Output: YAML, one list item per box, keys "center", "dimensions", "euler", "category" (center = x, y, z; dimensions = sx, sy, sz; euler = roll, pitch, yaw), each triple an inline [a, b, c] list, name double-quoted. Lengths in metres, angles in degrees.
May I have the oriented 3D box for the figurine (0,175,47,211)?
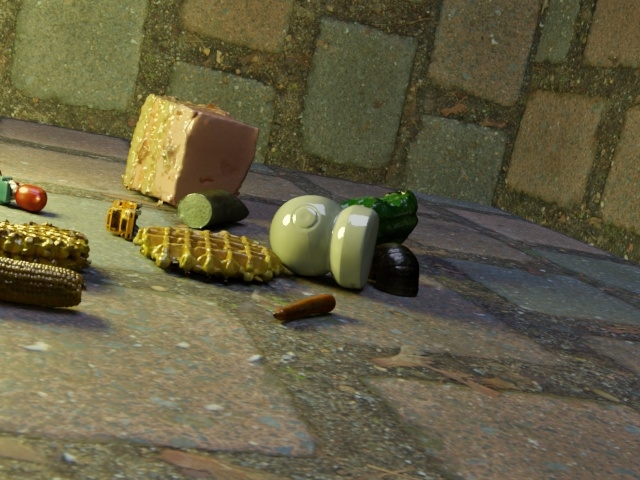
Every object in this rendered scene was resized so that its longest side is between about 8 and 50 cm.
- center: [-0.691, -0.107, 1.888]
  dimensions: [0.140, 0.068, 0.075]
  euler: [14, 8, 19]
  category: "figurine"

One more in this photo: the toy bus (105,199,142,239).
- center: [-0.448, -0.051, 1.870]
  dimensions: [0.074, 0.069, 0.162]
  euler: [10, 9, -12]
  category: "toy bus"

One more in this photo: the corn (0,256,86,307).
- center: [-0.464, 0.062, 1.251]
  dimensions: [0.207, 0.068, 0.068]
  euler: [12, 10, -15]
  category: "corn"

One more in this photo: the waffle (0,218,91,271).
- center: [-0.514, 0.011, 1.475]
  dimensions: [0.193, 0.070, 0.197]
  euler: [6, 10, -32]
  category: "waffle"

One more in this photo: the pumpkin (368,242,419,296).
- center: [0.166, 0.058, 1.938]
  dimensions: [0.119, 0.107, 0.183]
  euler: [1, 13, -26]
  category: "pumpkin"

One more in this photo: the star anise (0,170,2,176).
- center: [-0.882, -0.177, 2.111]
  dimensions: [0.141, 0.042, 0.141]
  euler: [14, 10, -2]
  category: "star anise"

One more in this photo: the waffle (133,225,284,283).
- center: [-0.231, 0.025, 1.753]
  dimensions: [0.329, 0.062, 0.329]
  euler: [11, 11, -2]
  category: "waffle"

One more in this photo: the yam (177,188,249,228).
- center: [-0.279, -0.088, 2.201]
  dimensions: [0.106, 0.106, 0.259]
  euler: [16, 12, 17]
  category: "yam"

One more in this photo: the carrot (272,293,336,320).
- center: [-0.033, 0.128, 1.519]
  dimensions: [0.037, 0.037, 0.190]
  euler: [19, 16, 32]
  category: "carrot"

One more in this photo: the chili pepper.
- center: [0.103, -0.035, 2.223]
  dimensions: [0.385, 0.167, 0.213]
  euler: [-11, 8, -37]
  category: "chili pepper"

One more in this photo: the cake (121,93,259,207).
- center: [-0.378, -0.254, 2.405]
  dimensions: [0.293, 0.314, 0.307]
  euler: [6, 10, -41]
  category: "cake"

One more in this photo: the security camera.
- center: [0.000, 0.000, 1.833]
  dimensions: [0.236, 0.194, 0.194]
  euler: [10, 9, 14]
  category: "security camera"
